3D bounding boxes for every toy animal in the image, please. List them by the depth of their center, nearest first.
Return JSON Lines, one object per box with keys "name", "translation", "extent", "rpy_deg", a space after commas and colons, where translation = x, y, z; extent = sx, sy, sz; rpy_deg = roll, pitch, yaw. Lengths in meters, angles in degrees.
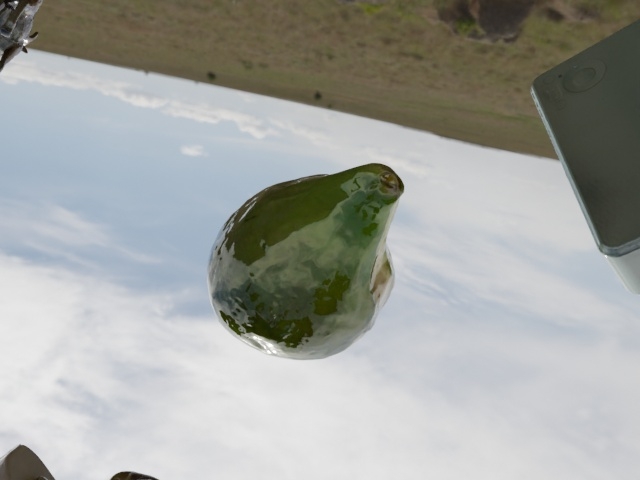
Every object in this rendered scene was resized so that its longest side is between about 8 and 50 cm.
{"name": "toy animal", "translation": [-0.497, -0.347, 1.087], "extent": [0.087, 0.243, 0.260], "rpy_deg": [40, -143, -30]}

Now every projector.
{"name": "projector", "translation": [0.326, -0.094, 0.614], "extent": [0.099, 0.192, 0.257], "rpy_deg": [40, -148, -36]}

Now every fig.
{"name": "fig", "translation": [0.000, 0.000, 0.709], "extent": [0.206, 0.275, 0.206], "rpy_deg": [15, -131, -18]}

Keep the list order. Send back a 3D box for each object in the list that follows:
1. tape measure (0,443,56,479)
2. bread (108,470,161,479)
{"name": "tape measure", "translation": [-0.426, 0.431, 0.958], "extent": [0.236, 0.120, 0.197], "rpy_deg": [52, -172, -1]}
{"name": "bread", "translation": [-0.132, 0.407, 0.647], "extent": [0.324, 0.277, 0.167], "rpy_deg": [5, 149, 38]}
